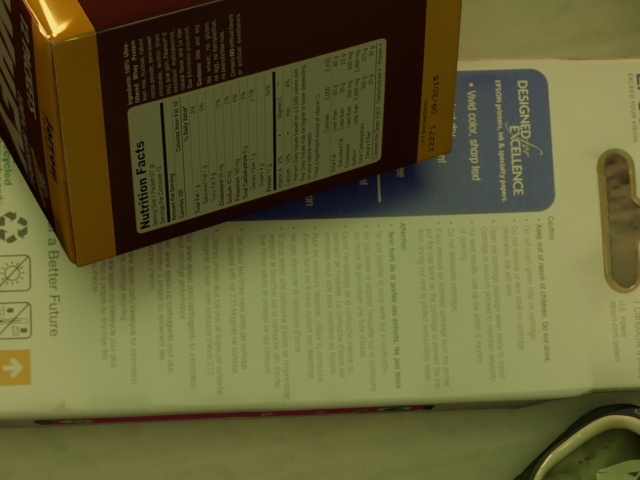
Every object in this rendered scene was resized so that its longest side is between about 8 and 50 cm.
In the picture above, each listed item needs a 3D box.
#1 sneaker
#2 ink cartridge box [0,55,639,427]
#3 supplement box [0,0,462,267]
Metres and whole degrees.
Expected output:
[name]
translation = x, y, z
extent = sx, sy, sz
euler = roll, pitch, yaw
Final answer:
[sneaker]
translation = 0.102, 0.153, 0.965
extent = 0.064, 0.086, 0.192
euler = 41, 81, 5
[ink cartridge box]
translation = 0.000, 0.000, 0.999
extent = 0.371, 0.069, 0.176
euler = -2, 79, -1
[supplement box]
translation = -0.064, -0.118, 0.925
extent = 0.194, 0.129, 0.191
euler = -18, 46, -19
